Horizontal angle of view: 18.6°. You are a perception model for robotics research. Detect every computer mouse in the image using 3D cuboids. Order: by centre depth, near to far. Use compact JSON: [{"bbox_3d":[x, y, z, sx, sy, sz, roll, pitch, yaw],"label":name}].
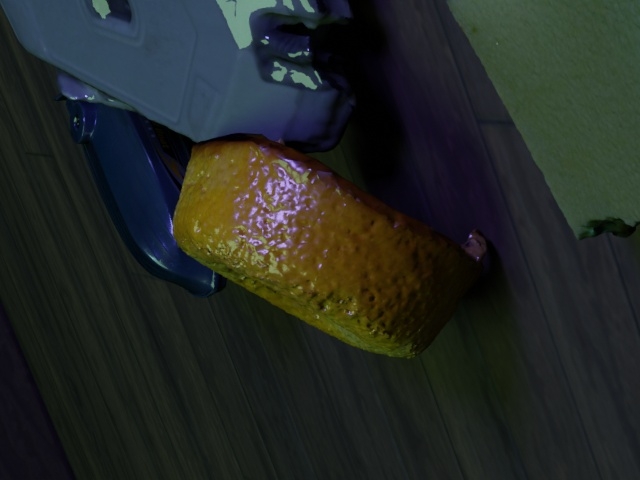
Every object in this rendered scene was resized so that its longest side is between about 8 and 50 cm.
[{"bbox_3d":[-0.109,-0.206,1.570,0.429,0.145,0.228,24,130,42],"label":"computer mouse"}]

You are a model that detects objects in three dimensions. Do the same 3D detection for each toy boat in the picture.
[{"bbox_3d":[-0.147,-0.056,1.841,0.296,0.122,0.114,60,142,39],"label":"toy boat"}]

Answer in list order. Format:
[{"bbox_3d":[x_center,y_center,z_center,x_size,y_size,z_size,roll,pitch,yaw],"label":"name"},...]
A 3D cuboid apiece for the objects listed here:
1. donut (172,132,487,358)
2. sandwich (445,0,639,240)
[{"bbox_3d":[0.001,0.001,1.467,0.253,0.118,0.253,27,177,2],"label":"donut"},{"bbox_3d":[0.187,-0.094,1.116,0.212,0.063,0.245,61,160,-1],"label":"sandwich"}]
